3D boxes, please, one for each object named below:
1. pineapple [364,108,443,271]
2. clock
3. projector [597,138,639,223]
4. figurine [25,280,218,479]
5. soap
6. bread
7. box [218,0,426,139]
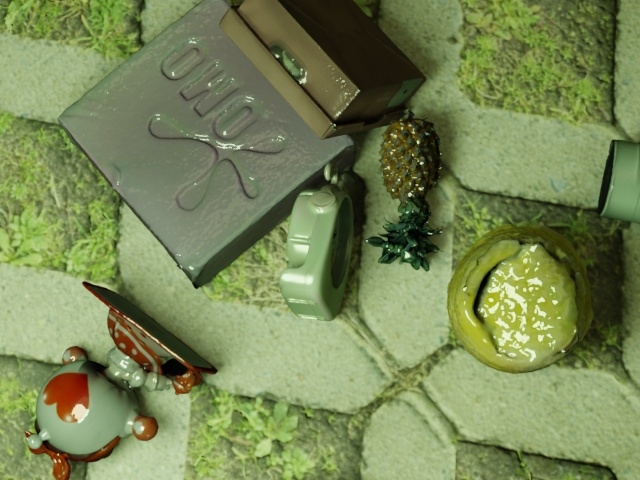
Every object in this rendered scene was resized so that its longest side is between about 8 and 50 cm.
[{"bbox_3d":[0.113,-0.069,1.839,0.083,0.103,0.221,-8,73,35],"label":"pineapple"},{"bbox_3d":[0.000,0.000,1.796,0.062,0.151,0.191,6,71,13],"label":"clock"},{"bbox_3d":[0.536,-0.053,1.815,0.337,0.108,0.108,11,76,4],"label":"projector"},{"bbox_3d":[-0.277,0.199,1.761,0.183,0.160,0.226,36,88,11],"label":"figurine"},{"bbox_3d":[-0.151,-0.132,1.860,0.285,0.107,0.296,-42,77,-7],"label":"soap"},{"bbox_3d":[0.254,0.072,1.759,0.197,0.170,0.197,0,88,3],"label":"bread"},{"bbox_3d":[0.011,-0.241,1.824,0.215,0.215,0.086,49,119,13],"label":"box"}]
